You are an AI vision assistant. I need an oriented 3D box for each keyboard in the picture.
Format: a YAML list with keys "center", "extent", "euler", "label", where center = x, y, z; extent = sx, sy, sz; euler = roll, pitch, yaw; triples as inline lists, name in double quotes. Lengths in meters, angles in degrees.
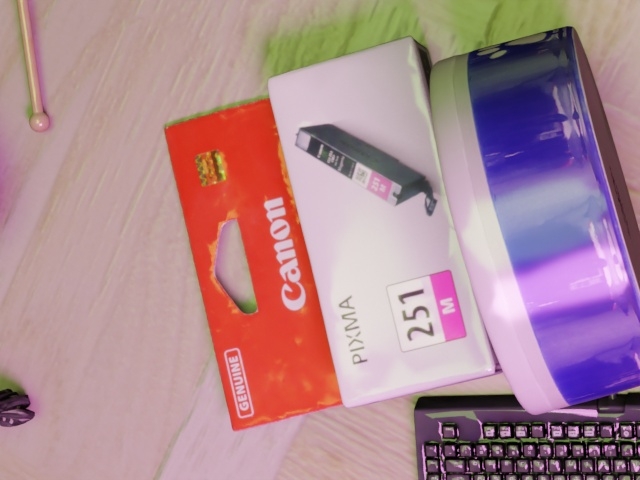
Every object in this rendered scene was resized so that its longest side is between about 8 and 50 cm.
- center: [0.230, 0.144, 1.270]
  extent: [0.317, 0.033, 0.201]
  euler: [-3, 93, 15]
  label: "keyboard"

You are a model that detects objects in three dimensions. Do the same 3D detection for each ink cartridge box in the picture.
- center: [0.000, 0.000, 1.296]
  extent: [0.239, 0.060, 0.275]
  euler: [-15, 83, 15]
  label: "ink cartridge box"

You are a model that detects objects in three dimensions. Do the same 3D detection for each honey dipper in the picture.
- center: [-0.250, -0.173, 1.383]
  extent: [0.030, 0.030, 0.160]
  euler: [-7, 94, 16]
  label: "honey dipper"

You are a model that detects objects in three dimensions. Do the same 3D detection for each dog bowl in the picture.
- center: [0.167, -0.015, 1.155]
  extent: [0.104, 0.265, 0.264]
  euler: [-16, 89, 13]
  label: "dog bowl"

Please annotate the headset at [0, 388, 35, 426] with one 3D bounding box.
- center: [-0.371, -0.014, 1.394]
  extent: [0.243, 0.185, 0.394]
  euler: [-34, 69, 19]
  label: "headset"
